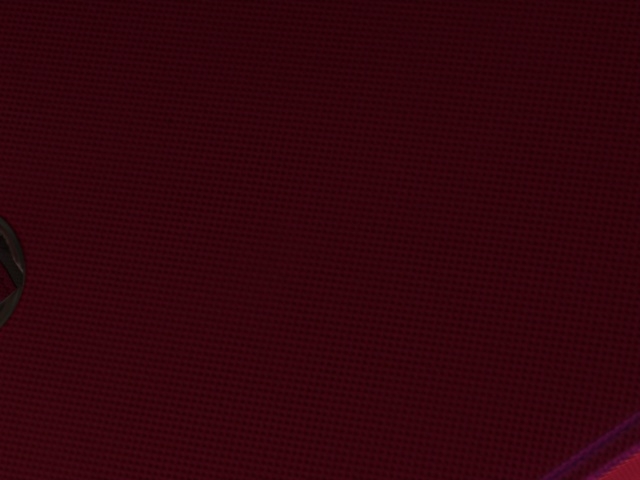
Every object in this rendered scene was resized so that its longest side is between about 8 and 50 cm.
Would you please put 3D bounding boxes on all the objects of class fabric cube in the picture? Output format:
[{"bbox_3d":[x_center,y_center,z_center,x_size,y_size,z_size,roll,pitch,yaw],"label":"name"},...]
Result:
[{"bbox_3d":[0.000,0.000,0.511,0.258,0.254,0.259,-35,161,4],"label":"fabric cube"}]
